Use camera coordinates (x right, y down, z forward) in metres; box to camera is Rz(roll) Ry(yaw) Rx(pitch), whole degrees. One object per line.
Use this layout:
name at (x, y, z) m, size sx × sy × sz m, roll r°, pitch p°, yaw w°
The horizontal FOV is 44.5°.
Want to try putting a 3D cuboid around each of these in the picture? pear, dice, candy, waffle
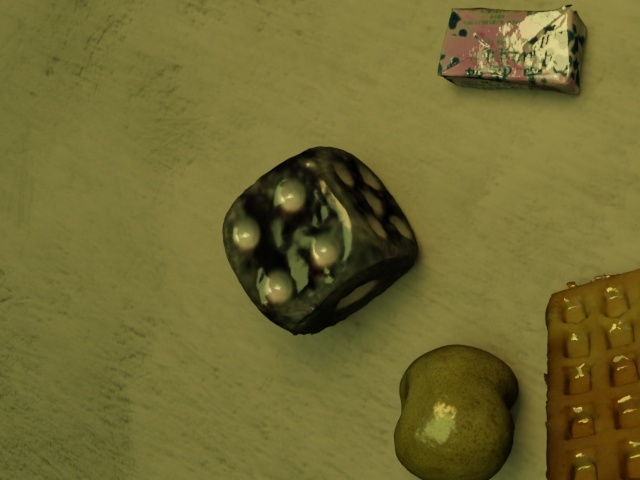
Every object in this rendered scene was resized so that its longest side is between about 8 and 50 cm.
pear at (0.158, 0.208, 0.919) m, size 0.137 × 0.167 × 0.167 m, roll 13°, pitch 97°, yaw 1°
dice at (0.000, 0.000, 0.994) m, size 0.182 × 0.181 × 0.183 m, roll -38°, pitch 72°, yaw 21°
candy at (0.229, -0.227, 0.930) m, size 0.160 × 0.073 × 0.092 m, roll 10°, pitch 93°, yaw 28°
waffle at (0.329, 0.144, 0.751) m, size 0.224 × 0.327 × 0.098 m, roll -18°, pitch 115°, yaw 24°
